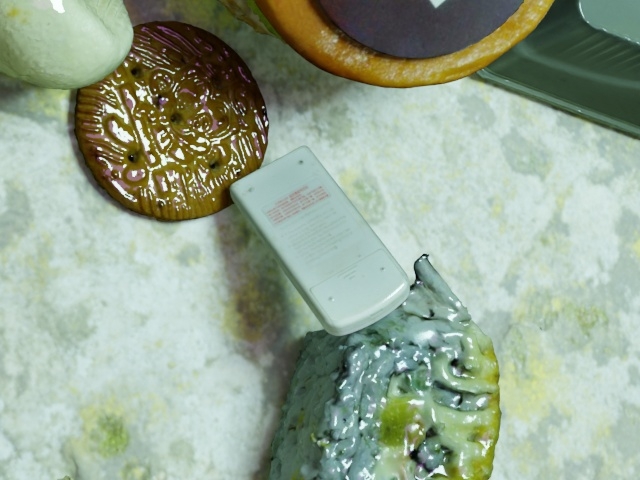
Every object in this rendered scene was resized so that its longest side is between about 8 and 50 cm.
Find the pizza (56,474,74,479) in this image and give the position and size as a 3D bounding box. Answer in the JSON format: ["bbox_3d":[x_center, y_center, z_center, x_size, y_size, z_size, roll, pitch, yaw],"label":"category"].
[{"bbox_3d":[-0.243,0.300,1.332,0.188,0.080,0.204,-28,105,-3],"label":"pizza"}]

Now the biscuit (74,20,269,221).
[{"bbox_3d":[-0.133,-0.109,1.467,0.188,0.027,0.187,4,80,-25],"label":"biscuit"}]

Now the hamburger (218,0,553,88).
[{"bbox_3d":[0.046,-0.307,1.426,0.330,0.250,0.330,-7,114,-17],"label":"hamburger"}]

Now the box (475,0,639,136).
[{"bbox_3d":[0.297,-0.210,1.601,0.274,0.178,0.138,17,75,-23],"label":"box"}]

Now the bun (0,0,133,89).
[{"bbox_3d":[-0.259,-0.216,1.357,0.127,0.222,0.222,-34,98,10],"label":"bun"}]

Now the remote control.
[{"bbox_3d":[0.000,0.000,1.425,0.087,0.029,0.190,-30,58,-12],"label":"remote control"}]

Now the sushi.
[{"bbox_3d":[0.062,0.160,1.455,0.184,0.139,0.274,21,71,-24],"label":"sushi"}]
